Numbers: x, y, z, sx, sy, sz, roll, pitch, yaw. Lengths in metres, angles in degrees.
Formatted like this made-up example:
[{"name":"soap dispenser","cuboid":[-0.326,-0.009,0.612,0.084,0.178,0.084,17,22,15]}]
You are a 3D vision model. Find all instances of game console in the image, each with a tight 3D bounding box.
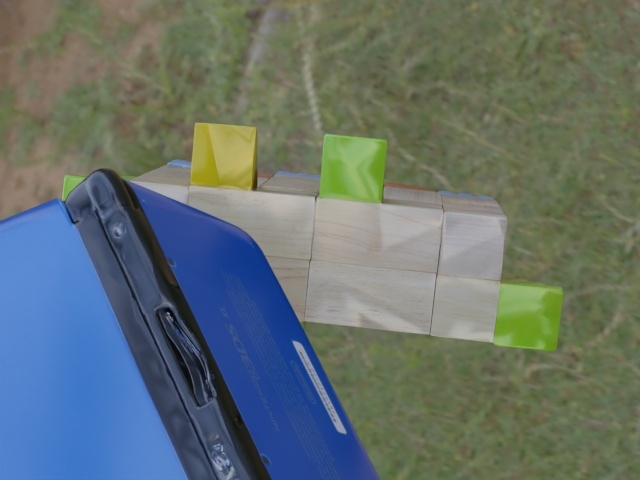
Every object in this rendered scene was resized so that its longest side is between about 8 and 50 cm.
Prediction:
[{"name":"game console","cuboid":[-0.112,0.122,0.931,0.173,0.250,0.293,-38,60,18]}]

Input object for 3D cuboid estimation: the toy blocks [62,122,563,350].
[{"name":"toy blocks","cuboid":[0.000,0.000,1.276,0.381,0.261,0.191,6,97,3]}]
